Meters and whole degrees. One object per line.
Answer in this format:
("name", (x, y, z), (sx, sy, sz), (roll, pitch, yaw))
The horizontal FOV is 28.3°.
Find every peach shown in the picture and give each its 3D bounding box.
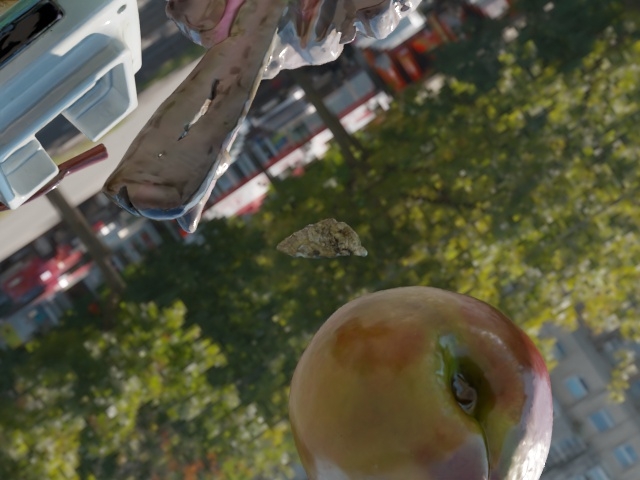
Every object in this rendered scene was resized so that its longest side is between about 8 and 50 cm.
("peach", (0.105, 0.205, 1.455), (0.308, 0.308, 0.332), (-38, -178, -37))

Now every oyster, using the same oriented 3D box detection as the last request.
("oyster", (0.000, 0.000, 1.378), (0.083, 0.038, 0.080), (-8, -158, -26))

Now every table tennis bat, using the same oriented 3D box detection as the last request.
("table tennis bat", (-0.318, -0.072, 1.476), (0.154, 0.019, 0.098), (-27, -157, -7))

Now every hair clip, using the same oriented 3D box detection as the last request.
("hair clip", (-0.033, -0.120, 0.682), (0.069, 0.173, 0.300), (74, 34, -55))

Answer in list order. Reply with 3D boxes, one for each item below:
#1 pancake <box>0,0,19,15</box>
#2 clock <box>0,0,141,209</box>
("pancake", (-0.480, -0.276, 1.777), (0.386, 0.082, 0.387), (-3, 176, 0))
("clock", (-0.285, -0.146, 1.270), (0.262, 0.116, 0.231), (-43, 180, -13))
